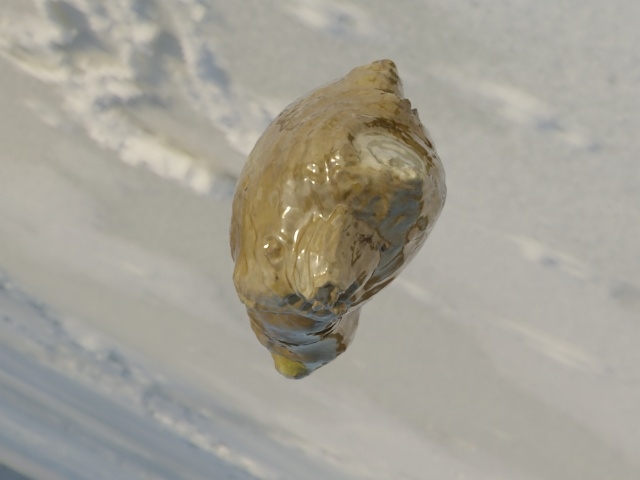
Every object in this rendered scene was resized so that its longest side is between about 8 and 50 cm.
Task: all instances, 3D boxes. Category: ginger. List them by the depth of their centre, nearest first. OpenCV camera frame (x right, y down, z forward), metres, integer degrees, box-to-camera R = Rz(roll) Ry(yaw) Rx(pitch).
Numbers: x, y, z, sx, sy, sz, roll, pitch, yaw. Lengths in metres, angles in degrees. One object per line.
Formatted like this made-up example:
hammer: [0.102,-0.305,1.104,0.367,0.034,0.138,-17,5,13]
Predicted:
ginger: [0.003,-0.008,0.562,0.067,0.096,0.165,17,163,-2]
